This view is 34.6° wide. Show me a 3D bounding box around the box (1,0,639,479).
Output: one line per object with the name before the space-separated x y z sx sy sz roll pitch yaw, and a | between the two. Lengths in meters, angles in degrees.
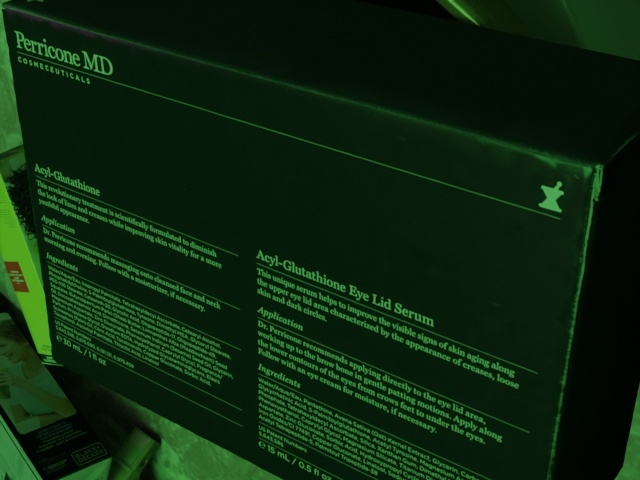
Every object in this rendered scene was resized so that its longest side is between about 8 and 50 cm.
box | 0.000 0.000 0.430 0.261 0.103 0.184 20 127 30

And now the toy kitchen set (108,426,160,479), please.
toy kitchen set | -0.199 0.278 1.214 0.068 0.075 0.083 29 168 28

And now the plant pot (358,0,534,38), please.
plant pot | 0.033 -0.046 0.525 0.237 0.110 0.237 18 122 31

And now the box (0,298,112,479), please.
box | -0.369 0.220 1.231 0.290 0.087 0.169 47 135 29

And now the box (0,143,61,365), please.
box | -0.293 0.014 1.108 0.058 0.087 0.232 0 114 39

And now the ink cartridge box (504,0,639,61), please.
ink cartridge box | 0.110 -0.061 0.669 0.270 0.198 0.197 -16 103 43
